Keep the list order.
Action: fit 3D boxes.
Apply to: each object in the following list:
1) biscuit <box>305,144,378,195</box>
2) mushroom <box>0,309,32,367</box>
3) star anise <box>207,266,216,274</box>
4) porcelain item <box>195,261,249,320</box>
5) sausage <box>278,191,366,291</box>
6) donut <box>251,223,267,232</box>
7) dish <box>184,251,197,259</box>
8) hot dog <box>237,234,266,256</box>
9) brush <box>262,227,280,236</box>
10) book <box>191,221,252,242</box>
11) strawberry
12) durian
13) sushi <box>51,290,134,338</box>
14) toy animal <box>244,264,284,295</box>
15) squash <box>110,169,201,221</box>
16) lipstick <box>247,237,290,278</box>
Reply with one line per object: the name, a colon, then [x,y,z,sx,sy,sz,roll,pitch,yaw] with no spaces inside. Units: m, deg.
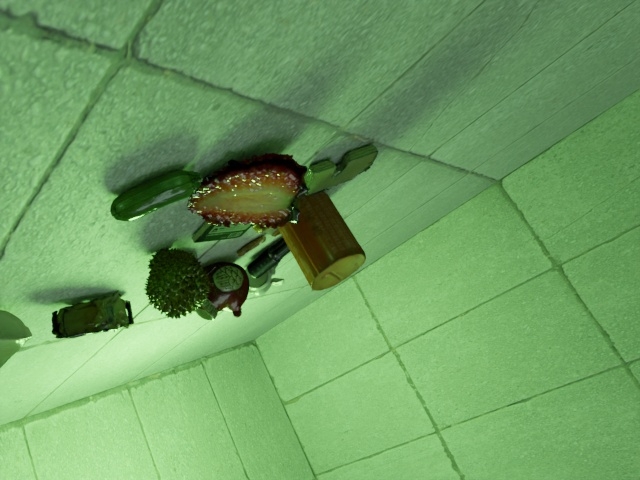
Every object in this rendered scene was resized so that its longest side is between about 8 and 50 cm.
biscuit: [0.062,-0.230,1.401,0.250,0.046,0.147,-22,163,-18]
mushroom: [-0.972,0.314,1.240,0.407,0.137,0.154,-36,175,35]
star anise: [-0.464,0.135,1.589,0.191,0.097,0.070,-30,180,8]
porcelain item: [-0.393,0.213,1.722,0.253,0.253,0.253,-26,165,-8]
sausage: [0.000,0.000,1.541,0.233,0.287,0.233,-26,157,-12]
donut: [-0.184,-0.064,1.484,0.108,0.043,0.097,-34,180,4]
dish: [-0.485,0.106,1.499,0.141,0.078,0.141,-26,164,-8]
hot dog: [-0.274,0.023,1.690,0.137,0.028,0.044,-30,158,12]
brush: [-0.107,-0.036,1.690,0.090,0.017,0.314,-45,150,19]
book: [-0.264,-0.077,1.376,0.264,0.027,0.202,-38,161,35]
strawberry: [-0.193,-0.148,1.142,0.306,0.137,0.233,3,136,-14]
durian: [-0.461,0.148,1.389,0.200,0.176,0.237,-3,138,-7]
sushi: [-0.761,0.251,1.458,0.131,0.139,0.291,-13,172,29]
toy animal: [-0.271,0.173,1.999,0.178,0.127,0.193,-31,162,4]
squash: [-0.382,-0.108,0.998,0.219,0.068,0.077,-24,149,-11]
lipstick: [-0.191,0.055,1.837,0.300,0.081,0.081,-39,162,18]
